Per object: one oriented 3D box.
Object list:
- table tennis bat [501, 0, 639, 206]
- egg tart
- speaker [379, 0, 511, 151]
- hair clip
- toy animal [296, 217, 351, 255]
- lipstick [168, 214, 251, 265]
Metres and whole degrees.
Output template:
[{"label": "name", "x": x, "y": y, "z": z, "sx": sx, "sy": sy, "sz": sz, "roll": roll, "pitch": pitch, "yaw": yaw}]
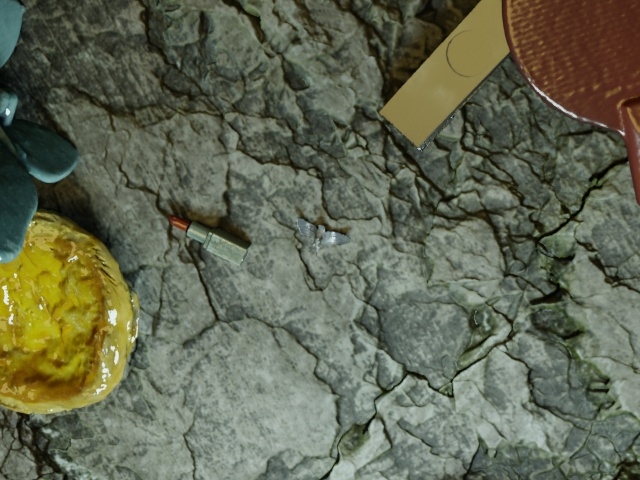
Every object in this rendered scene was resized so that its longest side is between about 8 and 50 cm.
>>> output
[{"label": "table tennis bat", "x": 0.377, "y": -0.240, "z": 1.295, "sx": 0.268, "sy": 0.051, "sz": 0.415, "roll": -18, "pitch": 106, "yaw": 7}, {"label": "egg tart", "x": -0.421, "y": 0.100, "z": 1.568, "sx": 0.341, "sy": 0.129, "sz": 0.341, "roll": 4, "pitch": 106, "yaw": 13}, {"label": "speaker", "x": 0.179, "y": -0.222, "z": 1.365, "sx": 0.082, "sy": 0.044, "sz": 0.218, "roll": 43, "pitch": 111, "yaw": -2}, {"label": "hair clip", "x": -0.527, "y": -0.166, "z": 1.412, "sx": 0.238, "sy": 0.318, "sz": 0.392, "roll": -15, "pitch": 105, "yaw": 19}, {"label": "toy animal", "x": -0.001, "y": 0.000, "z": 1.487, "sx": 0.084, "sy": 0.028, "sz": 0.050, "roll": 23, "pitch": 103, "yaw": 6}, {"label": "lipstick", "x": -0.167, "y": -0.006, "z": 1.524, "sx": 0.129, "sy": 0.030, "sz": 0.030, "roll": 26, "pitch": 111, "yaw": 5}]
